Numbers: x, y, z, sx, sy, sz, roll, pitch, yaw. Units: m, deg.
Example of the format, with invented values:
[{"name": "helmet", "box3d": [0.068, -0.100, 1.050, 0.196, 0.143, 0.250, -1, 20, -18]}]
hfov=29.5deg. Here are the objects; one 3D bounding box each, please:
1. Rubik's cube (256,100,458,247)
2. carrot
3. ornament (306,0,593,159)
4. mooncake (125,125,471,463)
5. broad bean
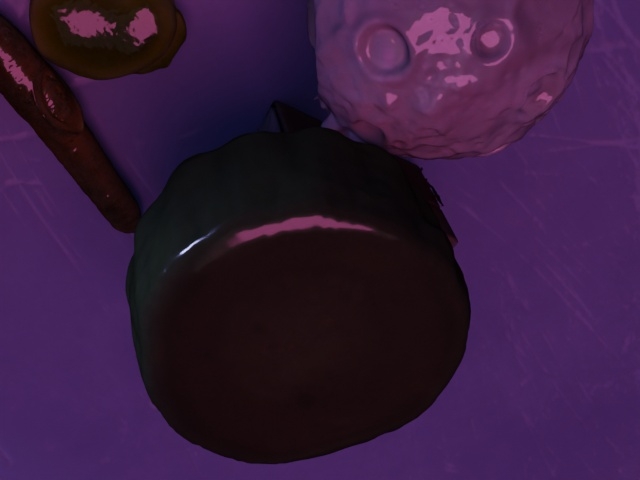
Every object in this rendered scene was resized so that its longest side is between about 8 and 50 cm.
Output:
[{"name": "Rubik's cube", "box3d": [0.000, 0.000, 1.492, 0.225, 0.221, 0.231, 23, 112, -22]}, {"name": "carrot", "box3d": [-0.303, -0.128, 1.454, 0.070, 0.070, 0.342, -31, 121, 5]}, {"name": "ornament", "box3d": [0.138, -0.252, 1.323, 0.337, 0.337, 0.337, -5, 118, -9]}, {"name": "mooncake", "box3d": [-0.028, 0.060, 1.282, 0.356, 0.194, 0.356, -4, 126, -5]}, {"name": "broad bean", "box3d": [-0.243, -0.247, 1.397, 0.175, 0.082, 0.124, -4, 111, 1]}]
